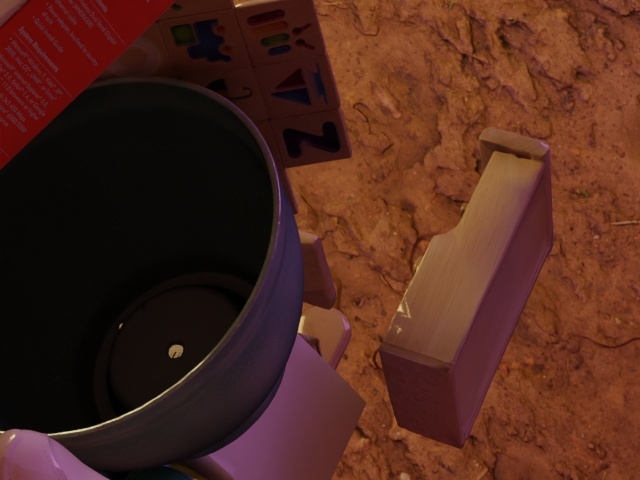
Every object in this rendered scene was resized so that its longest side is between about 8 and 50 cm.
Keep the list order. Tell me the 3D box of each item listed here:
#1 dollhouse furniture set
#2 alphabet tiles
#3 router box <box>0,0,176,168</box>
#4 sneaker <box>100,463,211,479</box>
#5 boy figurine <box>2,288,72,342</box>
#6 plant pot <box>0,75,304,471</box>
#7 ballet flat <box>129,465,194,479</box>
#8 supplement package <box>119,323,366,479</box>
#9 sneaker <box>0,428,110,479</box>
[{"bbox_3d":[0.000,0.000,1.396,0.394,0.256,0.362,17,-29,21],"label":"dollhouse furniture set"},{"bbox_3d":[-0.157,-0.099,1.100,0.285,0.342,0.011,72,12,-48],"label":"alphabet tiles"},{"bbox_3d":[-0.298,-0.149,0.856,0.335,0.301,0.082,41,-7,32],"label":"router box"},{"bbox_3d":[-0.099,0.241,1.122,0.240,0.091,0.126,23,-9,46],"label":"sneaker"},{"bbox_3d":[-0.288,0.049,1.274,0.177,0.092,0.285,47,2,-25],"label":"boy figurine"},{"bbox_3d":[-0.135,0.051,1.062,0.293,0.293,0.196,41,-10,35],"label":"plant pot"},{"bbox_3d":[-0.075,0.261,1.018,0.247,0.083,0.087,39,-32,48],"label":"ballet flat"},{"bbox_3d":[-0.109,0.153,1.313,0.203,0.149,0.194,0,-38,43],"label":"supplement package"},{"bbox_3d":[-0.058,0.190,0.813,0.305,0.152,0.114,45,-3,-22],"label":"sneaker"}]
